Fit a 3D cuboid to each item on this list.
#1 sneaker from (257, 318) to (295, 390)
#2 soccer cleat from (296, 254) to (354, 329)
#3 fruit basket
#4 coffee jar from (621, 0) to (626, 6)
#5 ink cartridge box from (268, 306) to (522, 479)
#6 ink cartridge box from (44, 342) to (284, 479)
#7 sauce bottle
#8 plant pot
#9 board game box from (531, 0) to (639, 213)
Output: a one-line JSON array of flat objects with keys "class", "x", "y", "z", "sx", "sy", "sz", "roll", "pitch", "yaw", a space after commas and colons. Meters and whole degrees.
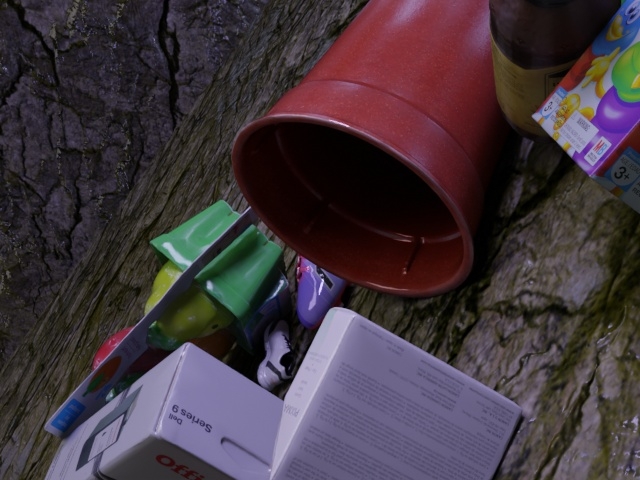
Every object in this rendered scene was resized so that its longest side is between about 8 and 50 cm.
[{"class": "sneaker", "x": -0.048, "y": 0.142, "z": 1.377, "sx": 0.044, "sy": 0.040, "sz": 0.109, "roll": -26, "pitch": 37, "yaw": 28}, {"class": "soccer cleat", "x": 0.000, "y": 0.000, "z": 1.378, "sx": 0.083, "sy": 0.095, "sz": 0.248, "roll": -33, "pitch": 31, "yaw": 48}, {"class": "fruit basket", "x": -0.183, "y": 0.136, "z": 1.394, "sx": 0.353, "sy": 0.165, "sz": 0.327, "roll": -54, "pitch": -11, "yaw": -14}, {"class": "coffee jar", "x": 0.316, "y": -0.227, "z": 1.007, "sx": 0.096, "sy": 0.079, "sz": 0.184, "roll": -44, "pitch": 24, "yaw": 33}, {"class": "ink cartridge box", "x": 0.040, "y": 0.193, "z": 0.875, "sx": 0.224, "sy": 0.181, "sz": 0.056, "roll": -62, "pitch": 20, "yaw": -9}, {"class": "ink cartridge box", "x": -0.148, "y": 0.259, "z": 1.173, "sx": 0.289, "sy": 0.211, "sz": 0.121, "roll": -38, "pitch": 26, "yaw": 41}, {"class": "sauce bottle", "x": 0.197, "y": -0.184, "z": 0.923, "sx": 0.111, "sy": 0.111, "sz": 0.344, "roll": -59, "pitch": -17, "yaw": -5}, {"class": "plant pot", "x": 0.088, "y": -0.126, "z": 1.160, "sx": 0.272, "sy": 0.272, "sz": 0.265, "roll": -24, "pitch": 30, "yaw": 57}, {"class": "board game box", "x": 0.312, "y": -0.141, "z": 0.796, "sx": 0.275, "sy": 0.142, "sz": 0.144, "roll": -52, "pitch": 21, "yaw": 15}]
